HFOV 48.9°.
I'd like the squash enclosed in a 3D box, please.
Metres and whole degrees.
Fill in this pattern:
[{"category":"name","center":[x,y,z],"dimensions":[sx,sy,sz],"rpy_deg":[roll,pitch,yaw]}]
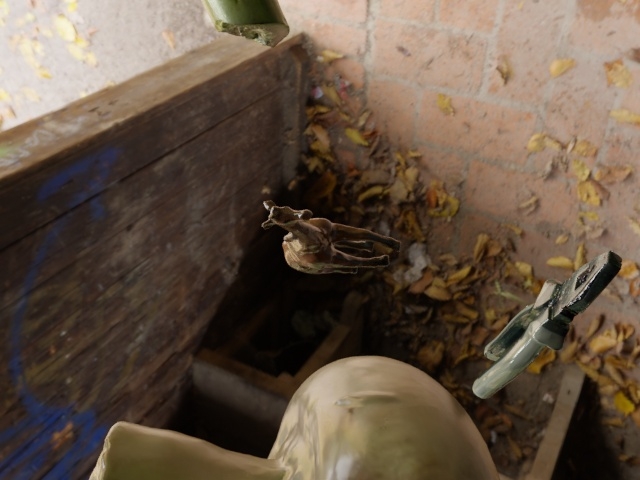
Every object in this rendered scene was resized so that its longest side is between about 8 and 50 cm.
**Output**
[{"category":"squash","center":[-0.093,-0.300,0.647],"dimensions":[0.083,0.083,0.250],"rpy_deg":[-16,87,37]}]

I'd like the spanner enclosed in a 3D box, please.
[{"category":"spanner","center":[0.268,0.102,0.856],"dimensions":[0.040,0.096,0.325],"rpy_deg":[26,146,2]}]

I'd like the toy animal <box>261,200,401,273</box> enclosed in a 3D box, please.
[{"category":"toy animal","center":[0.000,0.000,0.874],"dimensions":[0.224,0.229,0.066],"rpy_deg":[-11,69,59]}]

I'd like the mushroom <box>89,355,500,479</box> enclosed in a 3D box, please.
[{"category":"mushroom","center":[-0.022,0.227,0.489],"dimensions":[0.290,0.292,0.293],"rpy_deg":[7,130,-16]}]
